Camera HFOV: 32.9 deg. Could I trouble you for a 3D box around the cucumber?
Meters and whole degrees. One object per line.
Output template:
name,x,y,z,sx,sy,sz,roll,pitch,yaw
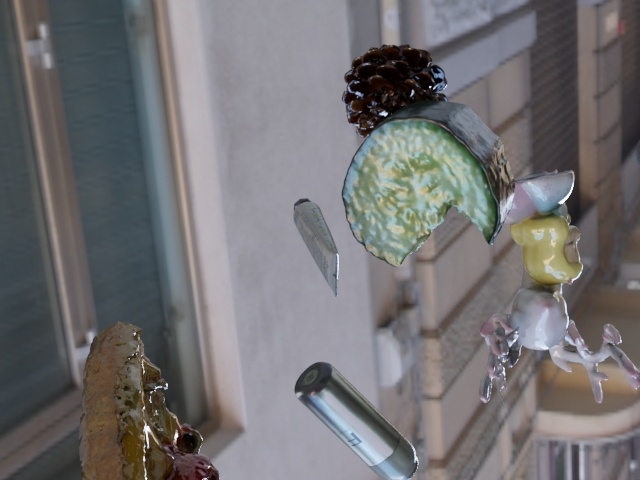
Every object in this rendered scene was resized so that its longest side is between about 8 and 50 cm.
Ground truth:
cucumber,0.120,-0.070,1.254,0.191,0.191,0.130,2,-167,21

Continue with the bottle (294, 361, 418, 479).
bottle,0.058,0.300,1.762,0.096,0.254,0.079,-12,-141,52

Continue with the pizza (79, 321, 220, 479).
pizza,-0.154,0.340,1.204,0.130,0.406,0.440,-15,-131,6

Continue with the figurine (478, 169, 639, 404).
figurine,0.285,0.070,1.460,0.206,0.316,0.284,-13,-177,5

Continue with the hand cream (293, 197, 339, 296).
hand cream,0.000,0.000,1.505,0.042,0.067,0.194,-4,-148,-16

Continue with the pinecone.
pinecone,0.095,-0.179,1.379,0.140,0.140,0.121,0,-131,14

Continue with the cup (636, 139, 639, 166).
cup,0.532,-0.139,1.633,0.078,0.100,0.077,25,-170,-8
